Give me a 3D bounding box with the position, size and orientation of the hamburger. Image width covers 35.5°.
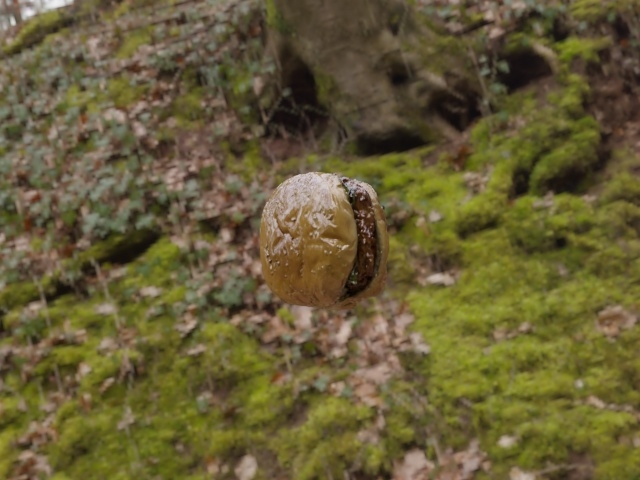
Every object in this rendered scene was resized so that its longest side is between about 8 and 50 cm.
[{"bbox_3d":[0.000,0.000,0.536,0.044,0.076,0.083,5,-12,-32],"label":"hamburger"}]
